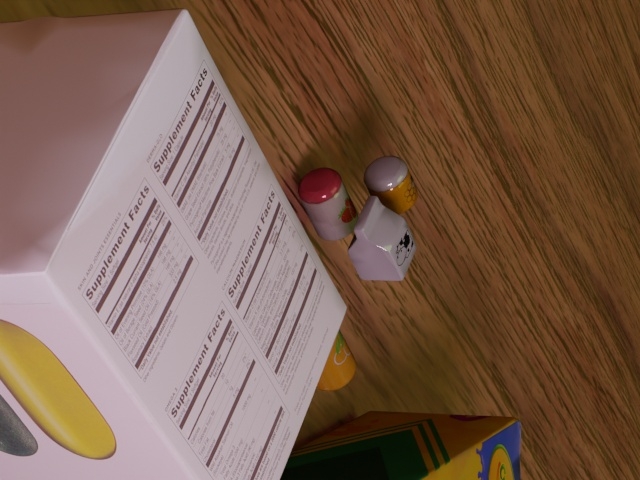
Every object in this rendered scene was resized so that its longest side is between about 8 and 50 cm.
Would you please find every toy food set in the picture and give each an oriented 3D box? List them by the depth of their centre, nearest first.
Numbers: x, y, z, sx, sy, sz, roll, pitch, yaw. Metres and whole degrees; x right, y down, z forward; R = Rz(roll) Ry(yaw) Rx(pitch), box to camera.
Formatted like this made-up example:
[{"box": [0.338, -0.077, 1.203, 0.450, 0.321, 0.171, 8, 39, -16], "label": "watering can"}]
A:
[{"box": [0.000, 0.000, 1.365, 0.232, 0.111, 0.104, -64, 143, -36], "label": "toy food set"}]

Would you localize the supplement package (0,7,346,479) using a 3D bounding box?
[{"box": [-0.143, 0.029, 0.996, 0.262, 0.199, 0.198, 62, 39, -42], "label": "supplement package"}]

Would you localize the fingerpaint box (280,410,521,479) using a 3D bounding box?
[{"box": [0.036, 0.396, 1.375, 0.371, 0.163, 0.444, -17, 105, -60], "label": "fingerpaint box"}]
